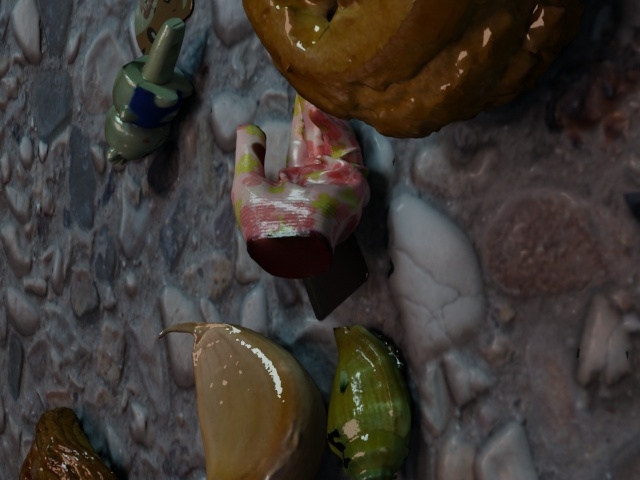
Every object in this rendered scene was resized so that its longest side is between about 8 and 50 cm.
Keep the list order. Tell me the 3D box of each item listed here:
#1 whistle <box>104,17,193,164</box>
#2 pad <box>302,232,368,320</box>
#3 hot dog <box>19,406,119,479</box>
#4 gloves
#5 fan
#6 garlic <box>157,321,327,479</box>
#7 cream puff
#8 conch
[{"bbox_3d":[-0.231,-0.193,1.433,0.092,0.110,0.244,37,126,8],"label":"whistle"},{"bbox_3d":[0.000,0.000,1.209,0.112,0.003,0.157,-45,57,44],"label":"pad"},{"bbox_3d":[-0.414,0.374,1.684,0.259,0.114,0.175,37,119,45],"label":"hot dog"},{"bbox_3d":[-0.017,-0.079,1.142,0.145,0.126,0.241,-29,33,41],"label":"gloves"},{"bbox_3d":[-0.247,-0.344,1.517,0.227,0.008,0.152,52,131,37],"label":"fan"},{"bbox_3d":[-0.081,0.195,1.195,0.145,0.164,0.245,111,146,-53],"label":"garlic"},{"bbox_3d":[0.081,-0.261,0.901,0.343,0.231,0.327,60,140,23],"label":"cream puff"},{"bbox_3d":[0.052,0.182,1.098,0.095,0.079,0.201,-12,73,34],"label":"conch"}]
